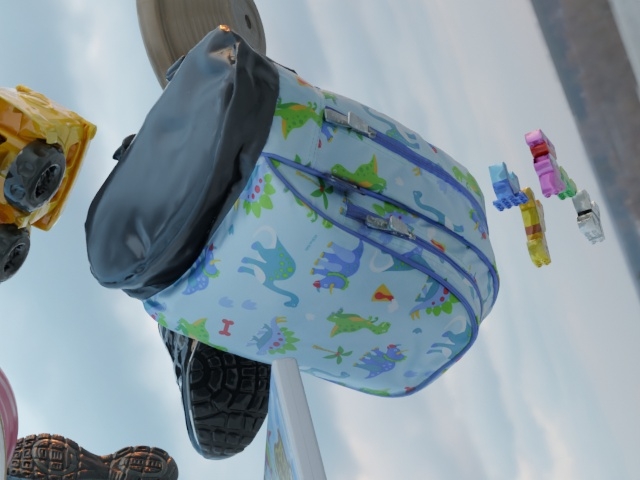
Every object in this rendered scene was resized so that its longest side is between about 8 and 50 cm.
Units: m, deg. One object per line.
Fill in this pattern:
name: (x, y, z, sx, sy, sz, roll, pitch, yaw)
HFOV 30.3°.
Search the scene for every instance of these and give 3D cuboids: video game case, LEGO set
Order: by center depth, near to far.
video game case: (-0.015, 0.235, 0.948, 0.193, 0.023, 0.212, 96, 164, -46)
LEGO set: (0.261, -0.028, 1.371, 0.227, 0.087, 0.093, 35, -139, -54)

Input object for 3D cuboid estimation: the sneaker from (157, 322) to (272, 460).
sneaker: (-0.125, 0.112, 1.320, 0.107, 0.124, 0.283, 13, -118, -31)

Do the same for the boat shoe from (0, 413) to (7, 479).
boat shoe: (-0.445, 0.185, 1.415, 0.096, 0.098, 0.277, -12, -101, -31)

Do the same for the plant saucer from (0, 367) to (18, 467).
plant saucer: (-0.600, 0.282, 1.689, 0.332, 0.332, 0.084, 63, 173, -25)

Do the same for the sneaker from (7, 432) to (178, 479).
sneaker: (-0.372, 0.388, 1.857, 0.109, 0.286, 0.130, -88, 10, -56)

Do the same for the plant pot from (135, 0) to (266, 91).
plant pot: (-0.146, -0.281, 1.603, 0.237, 0.109, 0.237, -15, -90, -72)

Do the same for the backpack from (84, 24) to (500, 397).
backpack: (0.000, 0.000, 1.128, 0.355, 0.290, 0.273, 13, -136, -37)

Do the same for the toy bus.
toy bus: (-0.347, -0.067, 1.334, 0.149, 0.220, 0.211, 28, -164, 12)
